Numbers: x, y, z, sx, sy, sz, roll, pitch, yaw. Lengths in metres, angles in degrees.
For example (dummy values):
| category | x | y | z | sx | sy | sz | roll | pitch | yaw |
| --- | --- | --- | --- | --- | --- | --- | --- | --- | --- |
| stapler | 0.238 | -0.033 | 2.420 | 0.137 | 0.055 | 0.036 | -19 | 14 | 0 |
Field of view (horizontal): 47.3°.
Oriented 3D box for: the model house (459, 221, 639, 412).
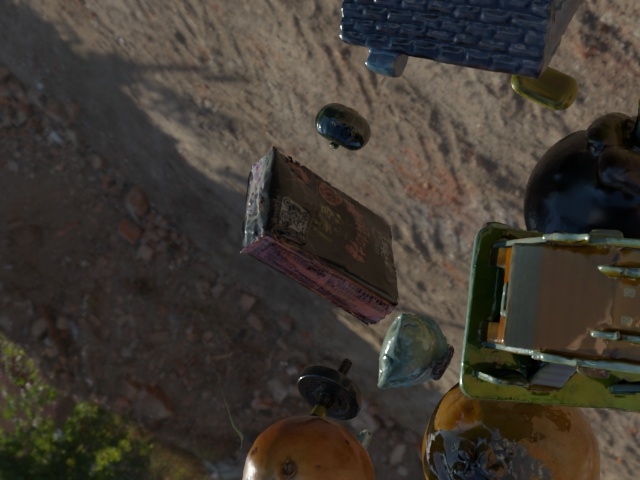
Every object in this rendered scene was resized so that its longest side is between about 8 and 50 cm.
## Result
| category | x | y | z | sx | sy | sz | roll | pitch | yaw |
| --- | --- | --- | --- | --- | --- | --- | --- | --- | --- |
| model house | 0.394 | 0.110 | 0.865 | 0.358 | 0.242 | 0.313 | 10 | 177 | -15 |

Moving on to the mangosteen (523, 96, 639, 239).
| category | x | y | z | sx | sy | sz | roll | pitch | yaw |
| --- | --- | --- | --- | --- | --- | --- | --- | --- | --- |
| mangosteen | 0.487 | -0.059 | 1.203 | 0.297 | 0.297 | 0.313 | 36 | 180 | 10 |

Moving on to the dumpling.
| category | x | y | z | sx | sy | sz | roll | pitch | yaw |
| --- | --- | --- | --- | --- | --- | --- | --- | --- | --- |
| dumpling | 0.204 | 0.263 | 1.640 | 0.149 | 0.105 | 0.216 | 33 | 118 | 21 |

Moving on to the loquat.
| category | x | y | z | sx | sy | sz | roll | pitch | yaw |
| --- | --- | --- | --- | --- | --- | --- | --- | --- | --- |
| loquat | 0.344 | 0.398 | 1.338 | 0.329 | 0.328 | 0.328 | 33 | 158 | 16 |

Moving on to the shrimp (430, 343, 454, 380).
| category | x | y | z | sx | sy | sz | roll | pitch | yaw |
| --- | --- | --- | --- | --- | --- | --- | --- | --- | --- |
| shrimp | 0.275 | 0.268 | 1.621 | 0.029 | 0.092 | 0.038 | 35 | -160 | 24 |

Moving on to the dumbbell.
| category | x | y | z | sx | sy | sz | roll | pitch | yaw |
| --- | --- | --- | --- | --- | --- | --- | --- | --- | --- |
| dumbbell | -0.012 | 0.361 | 1.464 | 0.143 | 0.325 | 0.143 | 19 | 138 | 18 |

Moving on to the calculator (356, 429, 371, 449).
| category | x | y | z | sx | sy | sz | roll | pitch | yaw |
| --- | --- | --- | --- | --- | --- | --- | --- | --- | --- |
| calculator | 0.048 | 0.414 | 1.352 | 0.021 | 0.153 | 0.095 | 32 | -167 | 0 |

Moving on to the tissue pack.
| category | x | y | z | sx | sy | sz | roll | pitch | yaw |
| --- | --- | --- | --- | --- | --- | --- | --- | --- | --- |
| tissue pack | 0.000 | 0.000 | 1.391 | 0.332 | 0.244 | 0.123 | 31 | 129 | -29 |

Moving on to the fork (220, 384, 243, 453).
| category | x | y | z | sx | sy | sz | roll | pitch | yaw |
| --- | --- | --- | --- | --- | --- | --- | --- | --- | --- |
| fork | -0.220 | 0.461 | 1.857 | 0.021 | 0.039 | 0.235 | -7 | 118 | 6 |

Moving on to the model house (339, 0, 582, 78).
| category | x | y | z | sx | sy | sz | roll | pitch | yaw |
| --- | --- | --- | --- | --- | --- | --- | --- | --- | --- |
| model house | 0.232 | -0.377 | 1.050 | 0.360 | 0.338 | 0.297 | 18 | -179 | 24 |

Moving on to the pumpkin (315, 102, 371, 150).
| category | x | y | z | sx | sy | sz | roll | pitch | yaw |
| --- | --- | --- | --- | --- | --- | --- | --- | --- | --- |
| pumpkin | 0.062 | -0.326 | 2.101 | 0.167 | 0.125 | 0.167 | 32 | -155 | -17 |

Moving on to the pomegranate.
| category | x | y | z | sx | sy | sz | roll | pitch | yaw |
| --- | --- | --- | --- | --- | --- | --- | --- | --- | --- |
| pomegranate | -0.017 | 0.347 | 1.050 | 0.191 | 0.191 | 0.191 | 33 | 158 | 16 |

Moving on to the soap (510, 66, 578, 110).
| category | x | y | z | sx | sy | sz | roll | pitch | yaw |
| --- | --- | --- | --- | --- | --- | --- | --- | --- | --- |
| soap | 0.472 | -0.327 | 1.541 | 0.140 | 0.089 | 0.045 | 28 | 163 | 11 |
